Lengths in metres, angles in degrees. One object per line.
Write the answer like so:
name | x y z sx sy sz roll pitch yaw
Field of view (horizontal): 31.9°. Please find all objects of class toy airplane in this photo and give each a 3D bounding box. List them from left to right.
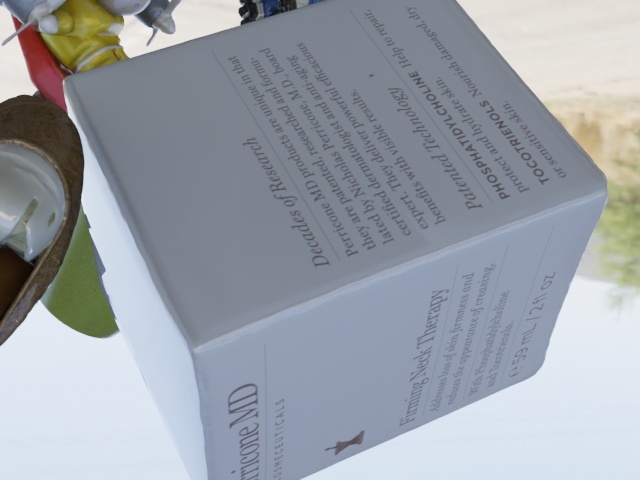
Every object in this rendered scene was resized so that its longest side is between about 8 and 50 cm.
toy airplane | -0.370 -0.368 1.660 0.272 0.386 0.384 -17 136 25

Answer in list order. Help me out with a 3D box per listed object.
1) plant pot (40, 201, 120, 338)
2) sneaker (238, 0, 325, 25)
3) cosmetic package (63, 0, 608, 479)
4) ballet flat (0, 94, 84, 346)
plant pot | -0.271 -0.014 1.594 0.275 0.293 0.275 34 -164 -11
sneaker | -0.053 -0.379 1.496 0.130 0.330 0.147 -26 161 36
cosmetic package | 0.000 0.000 1.103 0.393 0.329 0.327 -21 -123 -17
ballet flat | -0.257 0.028 0.784 0.116 0.342 0.124 33 156 -11
